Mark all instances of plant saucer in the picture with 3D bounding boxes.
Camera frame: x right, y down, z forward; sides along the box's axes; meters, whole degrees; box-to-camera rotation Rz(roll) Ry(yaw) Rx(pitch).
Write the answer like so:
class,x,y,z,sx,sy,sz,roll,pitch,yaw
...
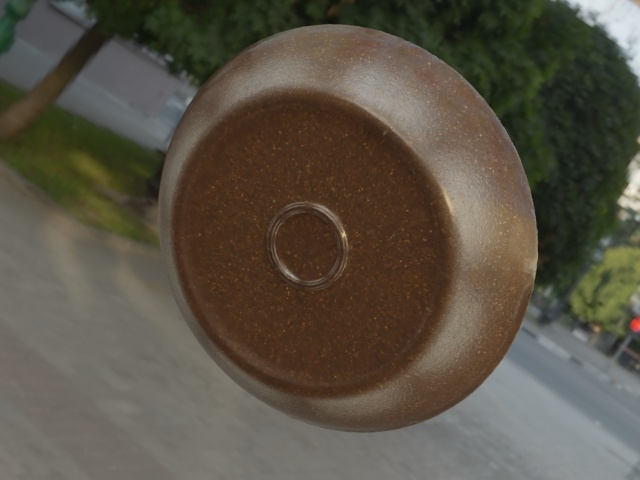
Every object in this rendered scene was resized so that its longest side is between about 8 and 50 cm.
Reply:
class,x,y,z,sx,sy,sz,roll,pitch,yaw
plant saucer,0.000,0.000,0.564,0.198,0.198,0.036,36,23,16
